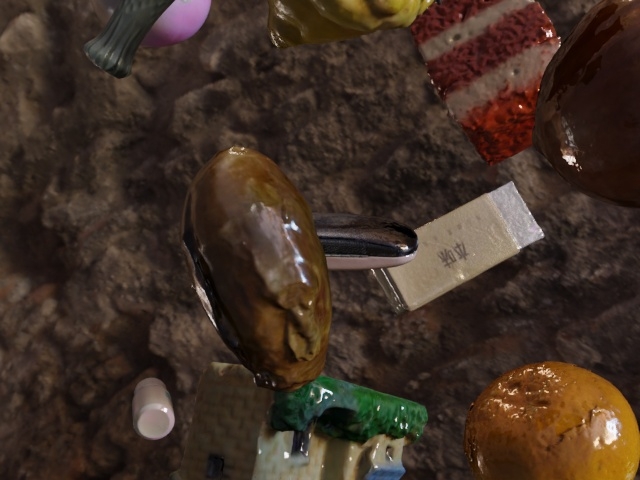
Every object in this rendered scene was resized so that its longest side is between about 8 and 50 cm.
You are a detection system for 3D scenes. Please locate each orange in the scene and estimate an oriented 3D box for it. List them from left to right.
[{"bbox_3d":[0.294,0.259,0.941,0.219,0.193,0.219,-11,-159,4],"label":"orange"}]

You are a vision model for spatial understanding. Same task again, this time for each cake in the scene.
[{"bbox_3d":[0.386,-0.366,1.591,0.270,0.269,0.319,-26,-113,17],"label":"cake"}]

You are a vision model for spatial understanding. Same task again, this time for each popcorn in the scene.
[{"bbox_3d":[0.050,-0.349,0.802,0.316,0.281,0.297,-29,-128,34],"label":"popcorn"}]

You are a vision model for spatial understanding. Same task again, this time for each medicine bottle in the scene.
[{"bbox_3d":[-0.221,0.219,0.963,0.052,0.052,0.089,-57,-159,4],"label":"medicine bottle"}]

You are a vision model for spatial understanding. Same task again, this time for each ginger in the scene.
[{"bbox_3d":[-0.072,0.045,0.884,0.172,0.165,0.321,-155,-130,-78],"label":"ginger"}]

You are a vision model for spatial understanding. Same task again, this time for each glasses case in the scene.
[{"bbox_3d":[0.000,0.000,1.181,0.122,0.314,0.075,-93,-176,-69],"label":"glasses case"}]

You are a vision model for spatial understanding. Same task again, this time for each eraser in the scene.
[{"bbox_3d":[0.276,0.015,1.493,0.343,0.078,0.144,-28,-98,-14],"label":"eraser"}]

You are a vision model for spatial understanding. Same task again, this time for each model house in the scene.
[{"bbox_3d":[-0.048,0.429,1.354,0.335,0.382,0.342,-1,-110,40],"label":"model house"}]

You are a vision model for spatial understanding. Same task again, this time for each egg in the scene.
[{"bbox_3d":[-0.312,-0.449,1.315,0.271,0.196,0.196,37,-84,38],"label":"egg"}]

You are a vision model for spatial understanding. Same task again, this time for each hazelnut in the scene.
[{"bbox_3d":[0.270,-0.118,0.586,0.214,0.176,0.214,-31,-163,10],"label":"hazelnut"}]

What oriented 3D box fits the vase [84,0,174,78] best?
[{"bbox_3d":[-0.229,-0.274,0.900,0.148,0.081,0.081,-57,-139,6],"label":"vase"}]
